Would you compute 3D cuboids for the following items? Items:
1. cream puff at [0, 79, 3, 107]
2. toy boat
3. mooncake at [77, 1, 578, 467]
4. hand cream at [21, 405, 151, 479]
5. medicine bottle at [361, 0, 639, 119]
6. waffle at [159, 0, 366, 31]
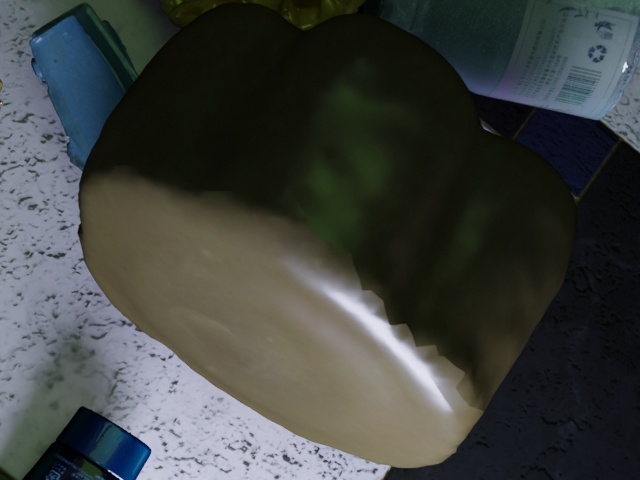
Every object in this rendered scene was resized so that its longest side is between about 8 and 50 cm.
[{"bbox_3d":[-0.397,-0.156,1.621,0.129,0.189,0.189,-37,87,-30],"label":"cream puff"},{"bbox_3d":[-0.216,-0.131,1.722,0.109,0.098,0.238,-27,92,20],"label":"toy boat"},{"bbox_3d":[0.000,0.000,1.546,0.467,0.467,0.262,33,65,-6],"label":"mooncake"},{"bbox_3d":[-0.272,0.295,1.589,0.120,0.061,0.270,34,72,-4],"label":"hand cream"},{"bbox_3d":[0.204,-0.282,1.813,0.290,0.245,0.245,13,70,-6],"label":"medicine bottle"},{"bbox_3d":[-0.054,-0.338,1.785,0.307,0.060,0.312,27,71,25],"label":"waffle"}]
